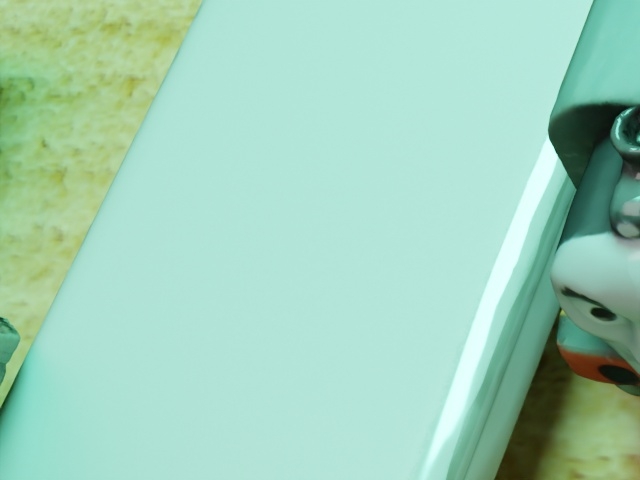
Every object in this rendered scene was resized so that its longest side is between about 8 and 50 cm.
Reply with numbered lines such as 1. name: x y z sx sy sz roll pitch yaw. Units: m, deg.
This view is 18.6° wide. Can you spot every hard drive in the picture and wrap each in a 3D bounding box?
1. hard drive: 0.000 0.000 0.729 0.203 0.040 0.307 6 62 36

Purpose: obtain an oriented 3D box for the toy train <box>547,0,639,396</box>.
1. toy train: 0.164 -0.081 0.643 0.142 0.190 0.334 9 64 34

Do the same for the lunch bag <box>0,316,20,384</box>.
1. lunch bag: -0.238 0.099 0.656 0.169 0.287 0.235 20 85 25
